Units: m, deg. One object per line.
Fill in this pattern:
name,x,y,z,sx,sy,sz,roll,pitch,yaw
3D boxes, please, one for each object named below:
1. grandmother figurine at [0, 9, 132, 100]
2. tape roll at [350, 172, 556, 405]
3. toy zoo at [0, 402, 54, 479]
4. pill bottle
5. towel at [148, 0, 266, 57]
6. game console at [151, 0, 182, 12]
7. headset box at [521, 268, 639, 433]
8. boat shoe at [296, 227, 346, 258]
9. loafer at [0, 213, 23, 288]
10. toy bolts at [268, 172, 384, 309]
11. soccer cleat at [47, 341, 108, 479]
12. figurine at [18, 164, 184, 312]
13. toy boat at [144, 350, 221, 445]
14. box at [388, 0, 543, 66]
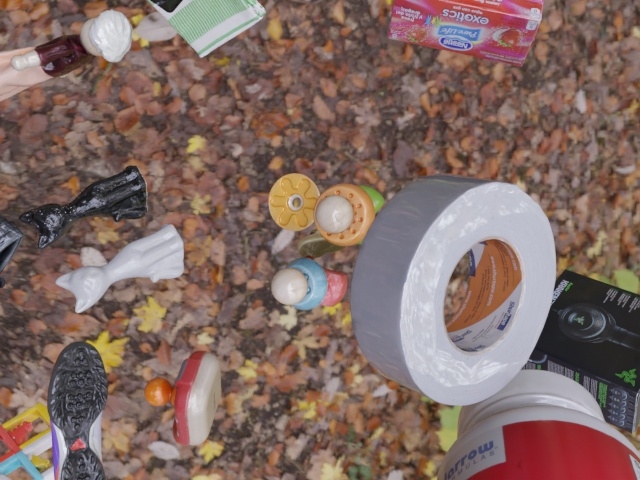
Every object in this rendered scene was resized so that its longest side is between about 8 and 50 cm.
grandmother figurine,-0.510,-0.339,1.385,0.342,0.208,0.104,-19,109,9
tape roll,0.135,0.047,0.724,0.219,0.072,0.219,-10,107,-35
toy zoo,-0.624,0.449,1.530,0.293,0.192,0.030,-31,136,-34
pill bottle,0.225,0.313,0.717,0.408,0.229,0.229,-72,142,-63
towel,-0.314,-0.590,1.715,0.325,0.247,0.038,43,47,-29
game console,-0.310,-0.541,1.482,0.122,0.071,0.107,-43,138,19
headset box,0.574,0.221,1.513,0.246,0.283,0.131,-42,137,-30
boat shoe,0.000,0.000,1.387,0.135,0.045,0.050,-7,136,-49
loafer,-0.547,0.062,1.181,0.223,0.078,0.076,-59,171,11
toy bolts,-0.030,-0.001,1.231,0.158,0.218,0.229,-4,113,-67
soccer cleat,-0.457,0.346,1.376,0.108,0.116,0.318,-3,89,-32
figurine,-0.364,0.000,1.247,0.209,0.092,0.215,-26,72,-29
toy boat,-0.295,0.328,1.554,0.231,0.151,0.151,98,6,-48
box,0.261,-0.422,1.329,0.123,0.256,0.128,95,8,-63
